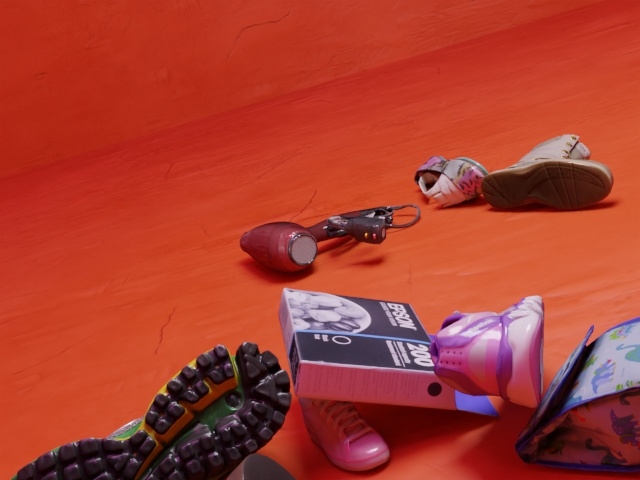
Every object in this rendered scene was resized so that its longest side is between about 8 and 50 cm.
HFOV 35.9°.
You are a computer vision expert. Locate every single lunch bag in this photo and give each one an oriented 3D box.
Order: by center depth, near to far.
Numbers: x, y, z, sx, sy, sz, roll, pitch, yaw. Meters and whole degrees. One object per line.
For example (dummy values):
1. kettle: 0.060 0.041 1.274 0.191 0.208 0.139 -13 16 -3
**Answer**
1. lunch bag: 0.253 0.135 0.864 0.151 0.096 0.129 -27 9 41

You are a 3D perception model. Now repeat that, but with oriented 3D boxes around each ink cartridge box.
1. ink cartridge box: 0.067 0.113 1.037 0.208 0.045 0.206 8 16 -10

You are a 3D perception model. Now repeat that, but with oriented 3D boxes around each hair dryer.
1. hair dryer: 0.000 0.000 1.569 0.293 0.080 0.223 -5 6 21

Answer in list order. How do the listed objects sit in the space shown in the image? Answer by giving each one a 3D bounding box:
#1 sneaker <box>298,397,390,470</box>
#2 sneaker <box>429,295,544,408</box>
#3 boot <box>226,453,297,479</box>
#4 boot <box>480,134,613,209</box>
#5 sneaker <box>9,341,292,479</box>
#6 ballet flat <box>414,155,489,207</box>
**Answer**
1. sneaker: 0.017 0.178 0.985 0.051 0.070 0.134 -23 19 -22
2. sneaker: 0.158 0.101 0.930 0.104 0.095 0.236 -1 -2 14
3. boot: -0.064 0.294 0.727 0.115 0.112 0.305 -45 17 16
4. boot: 0.370 -0.108 1.491 0.213 0.077 0.165 -2 21 47
5. sneaker: -0.175 0.240 0.951 0.343 0.134 0.146 -32 -15 -19
6. ballet flat: 0.208 -0.095 1.630 0.079 0.077 0.221 -39 15 -4
